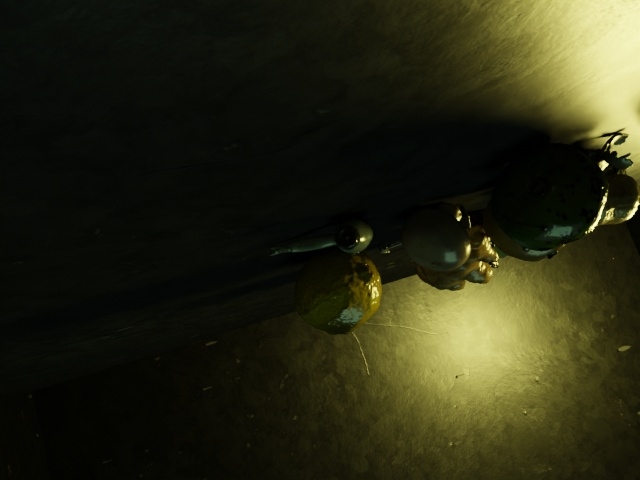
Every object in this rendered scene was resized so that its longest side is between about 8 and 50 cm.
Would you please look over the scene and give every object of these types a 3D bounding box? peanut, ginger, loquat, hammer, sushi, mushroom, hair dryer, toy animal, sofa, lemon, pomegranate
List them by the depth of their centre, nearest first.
[{"bbox_3d":[0.528,-0.095,1.299,0.254,0.254,0.270,-22,166,22],"label":"pomegranate"},{"bbox_3d":[0.725,-0.099,1.423,0.224,0.129,0.129,-15,169,-26],"label":"peanut"},{"bbox_3d":[0.030,-0.006,1.460,0.267,0.093,0.229,-8,-178,33],"label":"hair dryer"},{"bbox_3d":[0.722,-0.210,1.472,0.186,0.094,0.214,-19,178,28],"label":"toy animal"},{"bbox_3d":[0.564,-0.062,1.532,0.243,0.244,0.244,-17,169,-3],"label":"loquat"},{"bbox_3d":[0.334,-0.020,1.583,0.204,0.204,0.204,-17,169,-3],"label":"mushroom"},{"bbox_3d":[0.370,-0.063,1.702,0.147,0.085,0.060,-18,127,7],"label":"sofa"},{"bbox_3d":[0.046,0.155,1.715,0.268,0.268,0.322,-9,154,-39],"label":"lemon"},{"bbox_3d":[0.447,0.082,1.772,0.166,0.236,0.375,-45,-172,-14],"label":"ginger"},{"bbox_3d":[0.533,0.025,1.918,0.140,0.287,0.149,17,-126,41],"label":"sushi"},{"bbox_3d":[0.323,-0.006,1.983,0.246,0.029,0.103,-19,169,-1],"label":"hammer"}]

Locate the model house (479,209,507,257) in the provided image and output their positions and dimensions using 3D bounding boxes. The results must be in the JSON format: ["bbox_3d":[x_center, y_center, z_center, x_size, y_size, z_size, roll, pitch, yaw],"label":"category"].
[{"bbox_3d":[0.626,-0.054,2.026,0.211,0.170,0.194,17,158,-21],"label":"model house"}]

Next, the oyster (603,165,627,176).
[{"bbox_3d":[0.815,-0.146,1.633,0.112,0.199,0.267,25,-159,26],"label":"oyster"}]
